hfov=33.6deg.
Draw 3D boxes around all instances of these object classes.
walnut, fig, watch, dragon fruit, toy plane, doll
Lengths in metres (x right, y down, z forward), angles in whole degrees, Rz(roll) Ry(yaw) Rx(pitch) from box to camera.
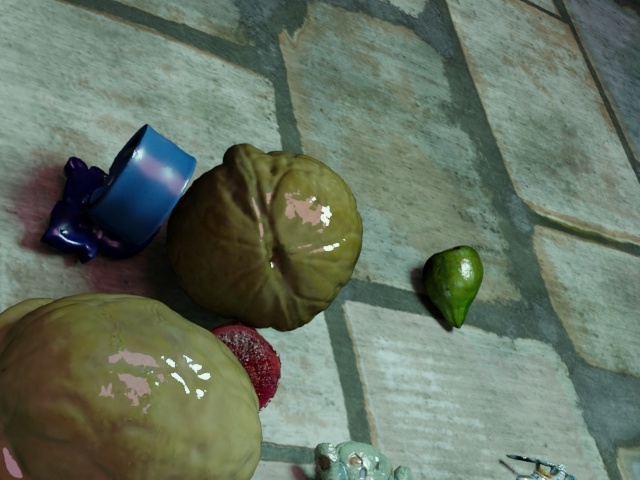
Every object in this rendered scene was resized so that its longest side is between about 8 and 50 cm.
[{"bbox_3d":[-0.088,-0.008,1.663,0.333,0.333,0.333,26,43,-27],"label":"walnut"},{"bbox_3d":[0.267,0.092,2.079,0.123,0.123,0.156,-5,74,-46],"label":"fig"},{"bbox_3d":[-0.257,0.227,1.251,0.381,0.381,0.381,26,43,-27],"label":"walnut"},{"bbox_3d":[-0.290,-0.072,1.605,0.171,0.200,0.196,31,37,-26],"label":"watch"},{"bbox_3d":[-0.141,0.193,1.613,0.153,0.153,0.111,45,-5,-5],"label":"dragon fruit"},{"bbox_3d":[0.459,0.486,1.970,0.182,0.107,0.273,25,-9,46],"label":"toy plane"},{"bbox_3d":[0.068,0.372,1.677,0.214,0.071,0.103,29,53,-37],"label":"doll"}]
